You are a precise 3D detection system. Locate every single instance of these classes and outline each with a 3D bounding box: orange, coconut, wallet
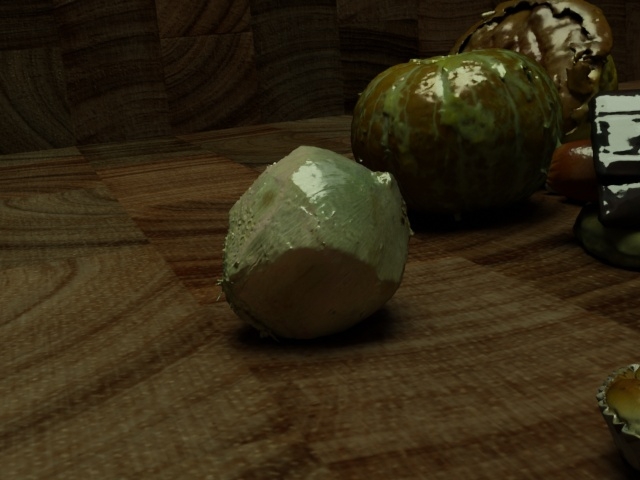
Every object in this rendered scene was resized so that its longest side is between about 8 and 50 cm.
[{"bbox_3d":[0.207,-0.163,1.219,0.329,0.249,0.329,-10,8,1],"label":"orange"},{"bbox_3d":[0.001,-0.001,0.780,0.194,0.194,0.194,-5,14,1],"label":"coconut"},{"bbox_3d":[0.427,-0.103,0.897,0.229,0.182,0.049,-3,-26,15],"label":"wallet"}]

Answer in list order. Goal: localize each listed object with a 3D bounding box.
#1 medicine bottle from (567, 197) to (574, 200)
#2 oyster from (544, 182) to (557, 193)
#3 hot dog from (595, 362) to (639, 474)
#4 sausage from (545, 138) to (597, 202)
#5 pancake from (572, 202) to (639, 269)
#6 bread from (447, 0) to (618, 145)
[{"bbox_3d":[0.440,-0.096,1.170,0.053,0.090,0.208,22,-1,-22],"label":"medicine bottle"},{"bbox_3d":[0.464,-0.116,1.335,0.191,0.081,0.163,-20,-10,0],"label":"oyster"},{"bbox_3d":[0.284,0.113,0.434,0.144,0.075,0.268,-20,18,-38],"label":"hot dog"},{"bbox_3d":[0.430,-0.085,0.964,0.300,0.083,0.089,1,-3,19],"label":"sausage"},{"bbox_3d":[0.448,-0.021,0.970,0.294,0.049,0.294,-6,13,1],"label":"pancake"},{"bbox_3d":[0.377,-0.275,1.461,0.358,0.337,0.204,7,-16,46],"label":"bread"}]
